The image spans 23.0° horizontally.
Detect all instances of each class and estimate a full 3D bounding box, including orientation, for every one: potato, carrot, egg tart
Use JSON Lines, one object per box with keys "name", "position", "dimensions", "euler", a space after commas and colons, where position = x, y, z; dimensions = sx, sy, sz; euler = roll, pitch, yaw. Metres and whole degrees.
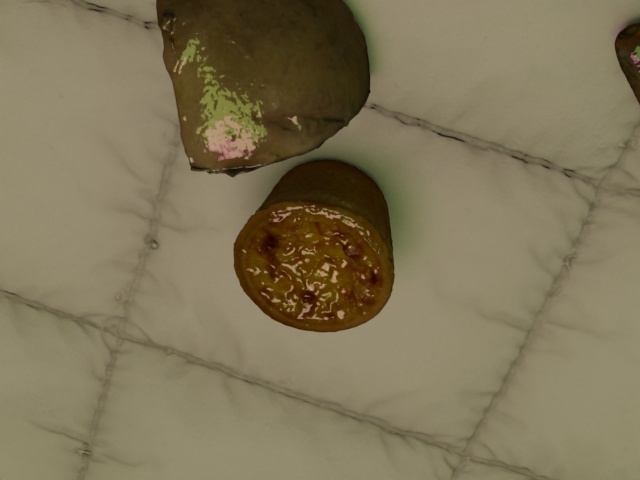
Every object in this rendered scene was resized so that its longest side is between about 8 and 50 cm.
{"name": "potato", "position": [-0.069, -0.236, 1.768], "dimensions": [0.190, 0.211, 0.264], "euler": [-7, 119, 17]}
{"name": "carrot", "position": [0.444, -0.114, 1.835], "dimensions": [0.070, 0.070, 0.342], "euler": [-28, 116, 27]}
{"name": "egg tart", "position": [0.000, 0.000, 1.949], "dimensions": [0.203, 0.147, 0.202], "euler": [4, 124, 7]}
